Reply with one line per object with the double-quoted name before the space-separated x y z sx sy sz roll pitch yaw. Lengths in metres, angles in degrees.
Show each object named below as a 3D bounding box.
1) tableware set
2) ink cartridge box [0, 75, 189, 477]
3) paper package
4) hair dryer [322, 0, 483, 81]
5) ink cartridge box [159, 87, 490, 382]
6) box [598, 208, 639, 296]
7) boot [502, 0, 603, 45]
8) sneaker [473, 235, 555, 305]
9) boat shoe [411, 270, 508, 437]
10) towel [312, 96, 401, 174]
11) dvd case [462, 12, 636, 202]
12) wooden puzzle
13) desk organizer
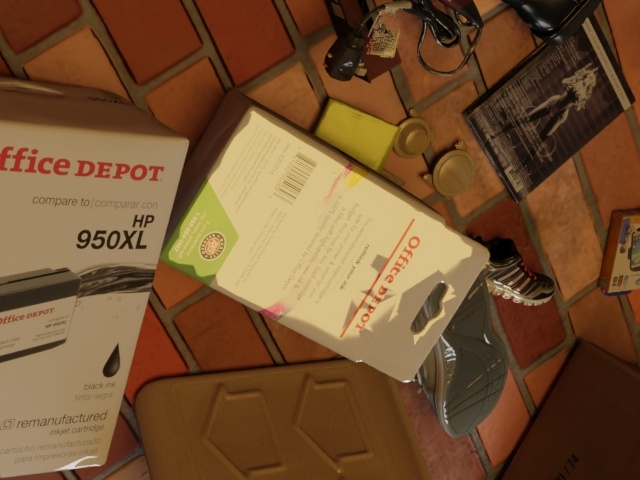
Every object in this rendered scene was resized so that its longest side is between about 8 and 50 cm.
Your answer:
"tableware set" 0.118 -0.077 1.658 0.169 0.020 0.141 -48 125 0
"ink cartridge box" -0.334 0.039 1.345 0.285 0.166 0.395 1 111 -44
"paper package" 0.437 0.358 1.851 0.168 0.309 0.325 24 98 -35
"hair dryer" 0.109 -0.322 1.462 0.223 0.080 0.294 -12 131 -39
"ink cartridge box" 0.000 0.000 1.526 0.353 0.119 0.207 30 96 -22
"box" 0.452 0.021 1.880 0.081 0.028 0.136 -5 112 -27
"boot" 0.290 -0.381 1.567 0.207 0.094 0.246 31 101 -39
"sneaker" 0.260 0.037 1.759 0.170 0.063 0.075 15 110 -28
"boat shoe" 0.172 0.133 1.738 0.118 0.103 0.320 -32 131 -17
"towel" 0.006 -0.051 1.592 0.102 0.021 0.237 21 101 -17
"dvd case" 0.307 -0.178 1.716 0.221 0.018 0.164 -40 124 -6
"wooden puzzle" -0.036 0.312 1.609 0.347 0.322 0.080 -6 149 -24
"desk organizer" 0.047 -0.257 1.522 0.050 0.047 0.130 -32 124 -15
